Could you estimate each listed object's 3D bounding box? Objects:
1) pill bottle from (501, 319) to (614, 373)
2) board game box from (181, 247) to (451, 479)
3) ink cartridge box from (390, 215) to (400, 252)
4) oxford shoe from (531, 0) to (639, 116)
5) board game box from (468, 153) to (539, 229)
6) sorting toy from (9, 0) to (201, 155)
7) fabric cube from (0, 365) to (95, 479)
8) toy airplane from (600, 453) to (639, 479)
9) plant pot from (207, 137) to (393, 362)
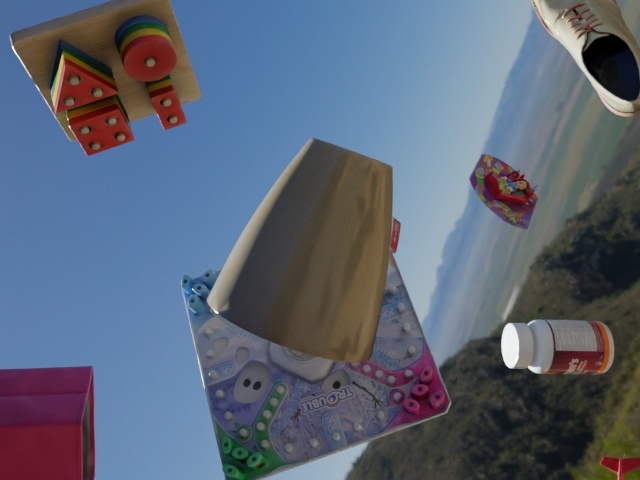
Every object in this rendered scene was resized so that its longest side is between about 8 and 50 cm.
[{"bbox_3d":[0.530,0.239,1.673,0.121,0.221,0.121,-178,90,-82],"label":"pill bottle"},{"bbox_3d":[-0.026,0.169,1.279,0.050,0.389,0.390,67,-176,-62],"label":"board game box"},{"bbox_3d":[0.072,-0.034,1.532,0.175,0.127,0.072,33,-114,-57],"label":"ink cartridge box"},{"bbox_3d":[0.540,-0.431,1.485,0.140,0.397,0.146,-38,-10,21],"label":"oxford shoe"},{"bbox_3d":[0.329,-0.097,1.293,0.033,0.133,0.169,-49,2,39],"label":"board game box"},{"bbox_3d":[-0.346,-0.271,1.271,0.255,0.257,0.089,80,169,-60],"label":"sorting toy"},{"bbox_3d":[-0.552,0.394,1.355,0.259,0.258,0.254,-131,42,-72],"label":"fabric cube"},{"bbox_3d":[0.508,0.424,1.255,0.028,0.151,0.151,51,-128,-35],"label":"toy airplane"},{"bbox_3d":[0.000,0.000,1.086,0.256,0.256,0.274,-13,-57,-78],"label":"plant pot"}]
